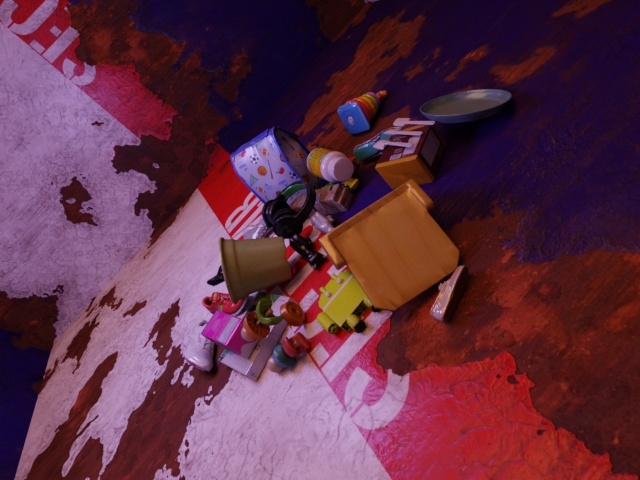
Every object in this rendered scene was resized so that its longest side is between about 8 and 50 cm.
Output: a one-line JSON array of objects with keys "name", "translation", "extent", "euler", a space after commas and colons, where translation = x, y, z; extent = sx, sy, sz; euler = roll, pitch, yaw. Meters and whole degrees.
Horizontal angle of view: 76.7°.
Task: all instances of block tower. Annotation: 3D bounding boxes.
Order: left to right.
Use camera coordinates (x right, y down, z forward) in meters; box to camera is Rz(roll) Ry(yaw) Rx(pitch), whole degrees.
[{"name": "block tower", "translation": [-0.012, -0.170, 1.839], "extent": [0.335, 0.091, 0.097], "euler": [-9, 47, 44]}]

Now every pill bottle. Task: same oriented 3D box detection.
[{"name": "pill bottle", "translation": [0.045, -0.335, 1.807], "extent": [0.136, 0.136, 0.245], "euler": [-49, 31, -4]}]

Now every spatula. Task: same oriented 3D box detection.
[{"name": "spatula", "translation": [0.314, -0.406, 1.541], "extent": [0.168, 0.019, 0.242], "euler": [-45, 31, -8]}]

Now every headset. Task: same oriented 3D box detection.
[{"name": "headset", "translation": [-0.157, -0.081, 1.804], "extent": [0.394, 0.185, 0.243], "euler": [-50, 37, 1]}]

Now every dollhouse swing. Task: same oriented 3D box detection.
[{"name": "dollhouse swing", "translation": [0.222, 0.034, 1.307], "extent": [0.346, 0.305, 0.315], "euler": [-34, -6, -2]}]

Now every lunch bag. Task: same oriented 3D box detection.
[{"name": "lunch bag", "translation": [-0.212, -0.360, 2.008], "extent": [0.327, 0.385, 0.239], "euler": [-21, 40, 37]}]

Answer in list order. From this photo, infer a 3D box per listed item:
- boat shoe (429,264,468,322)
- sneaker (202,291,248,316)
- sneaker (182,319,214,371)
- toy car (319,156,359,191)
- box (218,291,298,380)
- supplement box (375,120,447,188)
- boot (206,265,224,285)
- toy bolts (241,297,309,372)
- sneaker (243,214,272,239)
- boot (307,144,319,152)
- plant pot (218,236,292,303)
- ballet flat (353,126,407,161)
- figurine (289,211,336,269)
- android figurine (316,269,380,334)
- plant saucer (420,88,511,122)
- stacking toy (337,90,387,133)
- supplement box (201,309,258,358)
[{"name": "boat shoe", "translation": [0.346, 0.138, 1.096], "extent": [0.059, 0.063, 0.170], "euler": [12, 64, 48]}, {"name": "sneaker", "translation": [-0.437, 0.276, 1.816], "extent": [0.278, 0.118, 0.107], "euler": [-20, 41, 37]}, {"name": "sneaker", "translation": [-0.505, 0.437, 1.721], "extent": [0.152, 0.114, 0.305], "euler": [-51, 32, -4]}, {"name": "toy car", "translation": [0.086, -0.261, 1.861], "extent": [0.224, 0.053, 0.239], "euler": [-31, 34, 24]}, {"name": "box", "translation": [-0.243, 0.354, 1.559], "extent": [0.232, 0.058, 0.322], "euler": [0, 53, 50]}, {"name": "supplement box", "translation": [0.347, -0.321, 1.544], "extent": [0.191, 0.129, 0.194], "euler": [-3, 52, 49]}, {"name": "boot", "translation": [-0.532, 0.177, 2.111], "extent": [0.121, 0.045, 0.099], "euler": [-19, 43, 26]}, {"name": "toy bolts", "translation": [-0.146, 0.336, 1.403], "extent": [0.158, 0.218, 0.229], "euler": [-48, 62, 23]}, {"name": "sneaker", "translation": [-0.297, -0.040, 2.045], "extent": [0.262, 0.099, 0.121], "euler": [-33, 41, 35]}, {"name": "boot", "translation": [-0.123, -0.465, 2.279], "extent": [0.220, 0.109, 0.283], "euler": [-48, 34, 1]}, {"name": "plant pot", "translation": [-0.254, 0.096, 1.648], "extent": [0.253, 0.276, 0.276], "euler": [-12, 34, -5]}, {"name": "ballet flat", "translation": [0.285, -0.435, 1.780], "extent": [0.315, 0.108, 0.106], "euler": [-7, 21, 43]}, {"name": "figurine", "translation": [0.000, 0.000, 1.654], "extent": [0.215, 0.092, 0.209], "euler": [-46, 39, 0]}, {"name": "android figurine", "translation": [0.087, 0.193, 1.352], "extent": [0.248, 0.056, 0.273], "euler": [-49, 33, -3]}, {"name": "plant saucer", "translation": [0.533, -0.495, 1.496], "extent": [0.317, 0.044, 0.318], "euler": [-12, 29, 7]}, {"name": "stacking toy", "translation": [0.250, -0.701, 2.097], "extent": [0.302, 0.166, 0.175], "euler": [-43, 25, -23]}, {"name": "supplement box", "translation": [-0.335, 0.349, 1.515], "extent": [0.220, 0.111, 0.114], "euler": [3, 56, 51]}]
